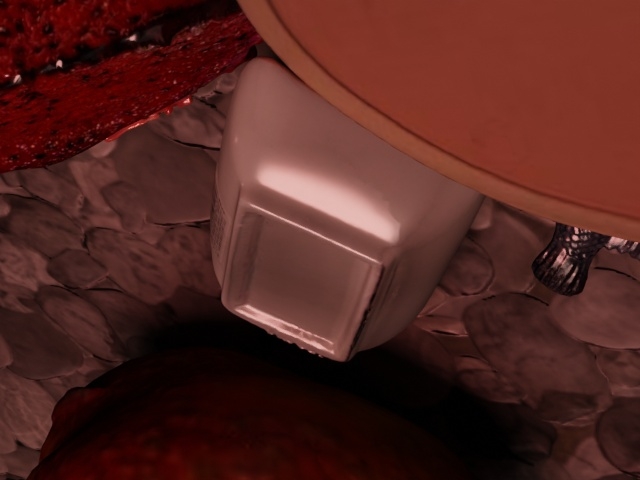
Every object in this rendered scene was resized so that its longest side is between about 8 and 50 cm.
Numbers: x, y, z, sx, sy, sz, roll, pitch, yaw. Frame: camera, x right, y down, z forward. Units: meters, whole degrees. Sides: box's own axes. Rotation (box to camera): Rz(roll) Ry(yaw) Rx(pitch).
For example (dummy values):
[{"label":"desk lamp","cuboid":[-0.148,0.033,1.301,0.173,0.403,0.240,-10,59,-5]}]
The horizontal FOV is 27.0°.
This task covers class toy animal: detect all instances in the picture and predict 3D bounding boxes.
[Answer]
[{"label":"toy animal","cuboid":[0.154,-0.022,0.723,0.220,0.062,0.108,36,141,7]}]

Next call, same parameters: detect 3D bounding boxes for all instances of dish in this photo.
[{"label":"dish","cuboid":[0.000,0.000,0.789,0.151,0.077,0.212,24,153,3]}]

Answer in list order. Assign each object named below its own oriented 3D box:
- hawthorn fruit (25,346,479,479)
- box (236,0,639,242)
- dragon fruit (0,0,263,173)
[{"label":"hawthorn fruit","cuboid":[-0.042,0.274,0.935,0.403,0.402,0.402,15,139,14]},{"label":"box","cuboid":[0.125,-0.175,0.453,0.301,0.216,0.301,15,141,12]},{"label":"dragon fruit","cuboid":[-0.145,-0.124,0.702,0.262,0.163,0.189,-18,111,-2]}]
